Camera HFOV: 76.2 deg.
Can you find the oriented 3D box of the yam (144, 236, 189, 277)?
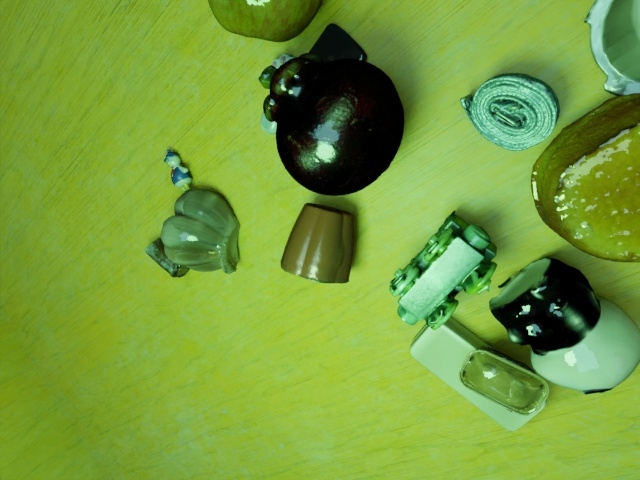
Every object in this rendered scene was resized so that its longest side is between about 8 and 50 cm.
[{"bbox_3d":[-0.497,0.057,1.335,0.141,0.079,0.079,39,118,12],"label":"yam"}]

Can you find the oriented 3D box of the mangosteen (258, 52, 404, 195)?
[{"bbox_3d":[0.028,-0.252,0.862,0.297,0.297,0.313,-13,138,28],"label":"mangosteen"}]

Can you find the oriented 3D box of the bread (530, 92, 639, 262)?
[{"bbox_3d":[0.556,-0.099,0.737,0.312,0.172,0.312,10,117,20],"label":"bread"}]

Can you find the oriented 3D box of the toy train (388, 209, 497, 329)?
[{"bbox_3d":[0.274,0.071,0.919,0.159,0.188,0.272,40,115,9],"label":"toy train"}]

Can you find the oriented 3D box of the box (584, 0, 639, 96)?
[{"bbox_3d":[0.597,-0.361,0.623,0.291,0.206,0.262,-15,99,30],"label":"box"}]

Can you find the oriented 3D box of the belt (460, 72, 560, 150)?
[{"bbox_3d":[0.390,-0.262,0.821,0.147,0.082,0.163,-31,95,39],"label":"belt"}]

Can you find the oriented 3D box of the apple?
[{"bbox_3d":[-0.120,-0.555,0.878,0.264,0.264,0.264,7,109,23],"label":"apple"}]

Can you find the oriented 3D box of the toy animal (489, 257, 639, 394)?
[{"bbox_3d":[0.501,0.175,0.844,0.267,0.212,0.212,47,119,1],"label":"toy animal"}]

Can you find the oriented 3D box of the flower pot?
[{"bbox_3d":[0.000,0.000,1.038,0.190,0.190,0.173,15,100,20],"label":"flower pot"}]

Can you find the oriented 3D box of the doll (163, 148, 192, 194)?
[{"bbox_3d":[-0.433,-0.211,1.236,0.098,0.057,0.143,-24,90,47],"label":"doll"}]

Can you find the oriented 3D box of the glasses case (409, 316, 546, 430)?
[{"bbox_3d":[0.382,0.320,1.009,0.313,0.070,0.131,36,116,11],"label":"glasses case"}]

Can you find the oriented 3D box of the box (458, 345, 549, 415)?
[{"bbox_3d":[0.400,0.306,0.899,0.177,0.111,0.111,25,114,16],"label":"box"}]

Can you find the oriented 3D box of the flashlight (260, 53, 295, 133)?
[{"bbox_3d":[-0.106,-0.368,1.038,0.093,0.047,0.200,32,116,18],"label":"flashlight"}]

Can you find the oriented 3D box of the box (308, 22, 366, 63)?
[{"bbox_3d":[0.034,-0.429,0.969,0.126,0.027,0.125,46,116,7],"label":"box"}]

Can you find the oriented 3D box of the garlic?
[{"bbox_3d":[-0.365,-0.022,1.233,0.292,0.210,0.237,18,147,14],"label":"garlic"}]
